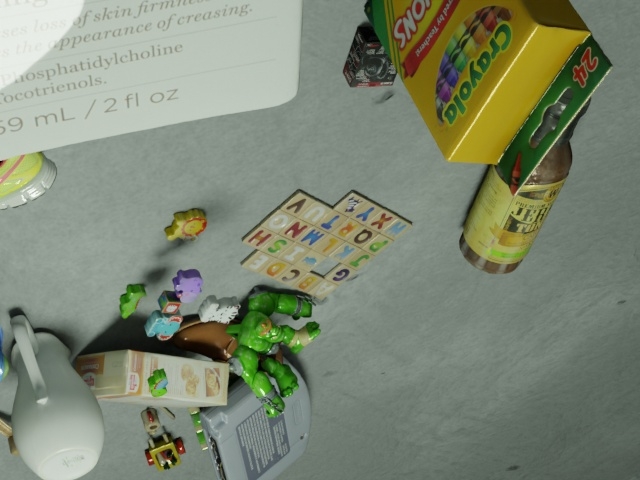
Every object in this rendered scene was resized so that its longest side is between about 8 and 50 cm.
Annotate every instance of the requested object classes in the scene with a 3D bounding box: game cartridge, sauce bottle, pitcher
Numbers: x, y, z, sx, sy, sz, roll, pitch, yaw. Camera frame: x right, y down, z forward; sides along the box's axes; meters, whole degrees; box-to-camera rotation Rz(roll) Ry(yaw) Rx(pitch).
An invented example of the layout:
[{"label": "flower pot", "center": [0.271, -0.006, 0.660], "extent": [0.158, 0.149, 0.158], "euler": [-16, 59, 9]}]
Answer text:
[{"label": "game cartridge", "center": [-0.103, 0.319, 2.040], "extent": [0.196, 0.060, 0.294], "euler": [-33, 145, -21]}, {"label": "sauce bottle", "center": [0.301, -0.093, 1.753], "extent": [0.111, 0.111, 0.344], "euler": [-9, 142, -21]}, {"label": "pitcher", "center": [-0.385, 0.219, 1.675], "extent": [0.125, 0.207, 0.177], "euler": [-22, 143, -4]}]

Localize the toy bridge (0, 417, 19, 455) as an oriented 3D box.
[{"label": "toy bridge", "center": [-0.521, 0.271, 1.785], "extent": [0.026, 0.063, 0.188], "euler": [-38, 141, 18]}]

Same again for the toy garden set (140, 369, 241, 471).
[{"label": "toy garden set", "center": [-0.212, 0.307, 2.023], "extent": [0.204, 0.049, 0.244], "euler": [-19, 144, -8]}]

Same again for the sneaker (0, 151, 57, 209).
[{"label": "sneaker", "center": [-0.423, -0.067, 1.405], "extent": [0.208, 0.081, 0.094], "euler": [-30, 137, -2]}]

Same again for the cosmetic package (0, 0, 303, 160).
[{"label": "cosmetic package", "center": [-0.213, -0.327, 0.967], "extent": [0.329, 0.327, 0.393], "euler": [-14, 142, -14]}]

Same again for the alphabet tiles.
[{"label": "alphabet tiles", "center": [0.000, 0.000, 1.786], "extent": [0.198, 0.009, 0.237], "euler": [-40, 142, 21]}]

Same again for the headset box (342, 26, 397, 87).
[{"label": "headset box", "center": [0.068, -0.229, 1.510], "extent": [0.062, 0.032, 0.083], "euler": [-6, 142, -23]}]

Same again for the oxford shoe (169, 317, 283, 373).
[{"label": "oxford shoe", "center": [-0.140, 0.168, 1.866], "extent": [0.212, 0.076, 0.076], "euler": [12, 133, -38]}]

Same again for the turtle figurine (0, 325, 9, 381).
[{"label": "turtle figurine", "center": [-0.547, 0.197, 1.527], "extent": [0.266, 0.274, 0.198], "euler": [16, 168, -15]}]

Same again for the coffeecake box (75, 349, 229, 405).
[{"label": "coffeecake box", "center": [-0.255, 0.212, 1.806], "extent": [0.185, 0.068, 0.142], "euler": [13, 163, -41]}]

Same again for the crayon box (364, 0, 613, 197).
[{"label": "crayon box", "center": [0.174, -0.230, 1.322], "extent": [0.081, 0.318, 0.202], "euler": [2, 137, -32]}]

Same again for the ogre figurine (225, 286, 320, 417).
[{"label": "ogre figurine", "center": [-0.078, 0.159, 1.822], "extent": [0.118, 0.097, 0.197], "euler": [33, 79, -31]}]

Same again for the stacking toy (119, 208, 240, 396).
[{"label": "stacking toy", "center": [-0.200, 0.089, 1.649], "extent": [0.052, 0.167, 0.221], "euler": [8, 133, -37]}]
